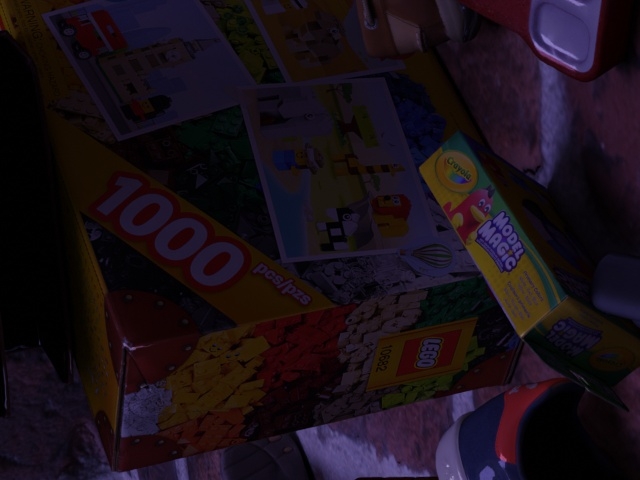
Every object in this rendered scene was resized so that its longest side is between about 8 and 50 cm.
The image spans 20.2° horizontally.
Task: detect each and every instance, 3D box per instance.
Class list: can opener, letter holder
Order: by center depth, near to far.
[{"bbox_3d":[0.273,0.034,1.172,0.093,0.074,0.280,-68,19,-7],"label":"can opener"},{"bbox_3d":[-0.292,0.003,1.505,0.214,0.152,0.302,-141,43,-59],"label":"letter holder"}]

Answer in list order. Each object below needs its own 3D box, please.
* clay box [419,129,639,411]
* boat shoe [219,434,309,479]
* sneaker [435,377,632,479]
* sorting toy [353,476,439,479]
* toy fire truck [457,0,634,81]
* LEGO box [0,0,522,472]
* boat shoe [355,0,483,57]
[{"bbox_3d":[0.169,0.024,1.362,0.053,0.127,0.222,-45,47,17],"label":"clay box"},{"bbox_3d":[-0.038,0.407,2.248,0.130,0.132,0.355,87,171,-54],"label":"boat shoe"},{"bbox_3d":[0.220,0.264,1.373,0.148,0.131,0.350,-42,70,39],"label":"sneaker"},{"bbox_3d":[0.152,0.364,1.663,0.127,0.126,0.366,31,-147,-65],"label":"sorting toy"},{"bbox_3d":[0.134,-0.288,1.273,0.254,0.169,0.302,34,138,32],"label":"toy fire truck"},{"bbox_3d":[-0.075,-0.075,1.636,0.193,0.372,0.500,101,151,-49],"label":"LEGO box"},{"bbox_3d":[0.029,-0.303,1.484,0.122,0.120,0.324,-9,-102,-81],"label":"boat shoe"}]
